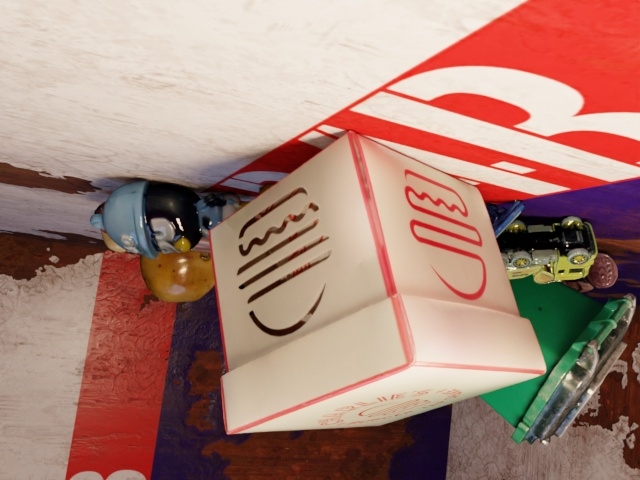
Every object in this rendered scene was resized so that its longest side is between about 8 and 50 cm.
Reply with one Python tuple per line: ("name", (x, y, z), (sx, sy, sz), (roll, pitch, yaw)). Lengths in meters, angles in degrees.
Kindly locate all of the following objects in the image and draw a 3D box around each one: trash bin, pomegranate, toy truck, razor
("trash bin", (0.359, 0.162, 1.207), (0.381, 0.295, 0.259), (35, -132, 25))
("pomegranate", (-0.355, 0.053, 1.622), (0.233, 0.233, 0.233), (7, 173, 1))
("toy truck", (0.368, 0.030, 1.088), (0.191, 0.085, 0.116), (-4, 141, 9))
("razor", (0.243, -0.033, 1.133), (0.056, 0.093, 0.324), (49, 169, -7))

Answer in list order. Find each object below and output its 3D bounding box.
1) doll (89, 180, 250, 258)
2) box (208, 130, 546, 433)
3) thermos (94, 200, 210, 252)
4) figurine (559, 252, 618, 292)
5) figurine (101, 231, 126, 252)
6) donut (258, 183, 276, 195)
("doll", (-0.290, -0.038, 1.223), (0.314, 0.141, 0.177), (0, 147, 1))
("box", (0.063, 0.082, 0.867), (0.314, 0.299, 0.312), (-31, 149, 36))
("thermos", (-0.342, -0.037, 1.370), (0.331, 0.109, 0.136), (6, -174, 9))
("figurine", (0.550, 0.196, 1.433), (0.211, 0.361, 0.253), (23, 165, -29))
("figurine", (-0.488, -0.027, 1.686), (0.108, 0.114, 0.196), (-30, 161, 37))
("donut", (0.000, -0.031, 1.158), (0.254, 0.118, 0.253), (15, 161, 5))
